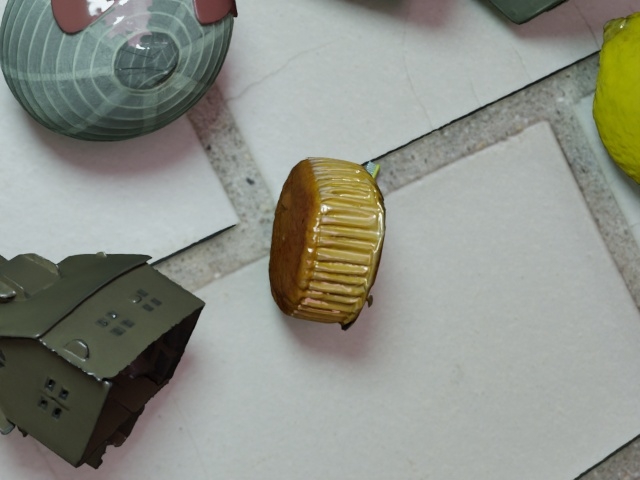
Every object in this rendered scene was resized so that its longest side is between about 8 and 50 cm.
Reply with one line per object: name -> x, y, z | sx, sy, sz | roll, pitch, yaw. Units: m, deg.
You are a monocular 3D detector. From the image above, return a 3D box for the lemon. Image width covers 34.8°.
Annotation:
lemon -> 0.498, -0.179, 1.339 | 0.321, 0.268, 0.268 | 26, 75, 2

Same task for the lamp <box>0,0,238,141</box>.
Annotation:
lamp -> -0.210, -0.223, 1.093 | 0.265, 0.233, 0.233 | -24, 93, -18

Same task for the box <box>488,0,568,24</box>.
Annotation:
box -> 0.294, -0.417, 1.276 | 0.220, 0.290, 0.166 | 40, 61, -12

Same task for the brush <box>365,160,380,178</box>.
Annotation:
brush -> 0.053, -0.059, 1.290 | 0.021, 0.019, 0.083 | 20, 77, -7

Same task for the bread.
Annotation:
bread -> 0.000, -0.001, 1.173 | 0.104, 0.199, 0.199 | 10, 81, -15

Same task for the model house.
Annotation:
model house -> -0.289, 0.101, 1.071 | 0.243, 0.204, 0.211 | 33, 29, 8
